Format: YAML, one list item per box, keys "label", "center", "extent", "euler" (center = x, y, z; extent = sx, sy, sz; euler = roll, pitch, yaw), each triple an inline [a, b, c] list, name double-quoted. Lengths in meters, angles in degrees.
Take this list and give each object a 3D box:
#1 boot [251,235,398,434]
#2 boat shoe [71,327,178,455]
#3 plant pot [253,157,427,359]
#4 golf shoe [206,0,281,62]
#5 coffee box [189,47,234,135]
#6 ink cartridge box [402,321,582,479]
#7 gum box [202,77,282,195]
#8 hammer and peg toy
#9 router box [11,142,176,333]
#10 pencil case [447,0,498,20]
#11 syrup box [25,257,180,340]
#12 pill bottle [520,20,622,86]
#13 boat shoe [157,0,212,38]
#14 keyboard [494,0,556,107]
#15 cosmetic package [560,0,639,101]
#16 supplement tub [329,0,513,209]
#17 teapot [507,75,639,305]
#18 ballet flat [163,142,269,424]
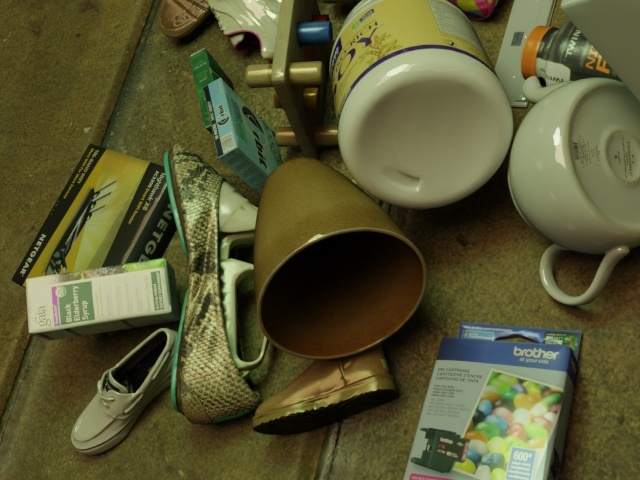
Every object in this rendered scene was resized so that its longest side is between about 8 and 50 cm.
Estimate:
- label: "boot"
  center: [-0.011, 0.144, 1.327]
  extent: [0.236, 0.089, 0.270]
  euler: [-18, 58, 7]
- label: "boat shoe"
  center: [-0.326, 0.249, 1.434]
  extent: [0.267, 0.088, 0.096]
  euler: [-40, 54, 4]
- label: "plant pot"
  center: [0.000, 0.000, 1.244]
  extent: [0.237, 0.237, 0.254]
  euler: [-33, 41, 10]
- label: "golf shoe"
  center: [-0.172, -0.454, 1.666]
  extent: [0.306, 0.115, 0.140]
  euler: [31, 95, 19]
- label: "coffee box"
  center: [-0.187, -0.255, 1.602]
  extent: [0.040, 0.113, 0.184]
  euler: [-25, 55, 12]
- label: "ink cartridge box"
  center: [0.227, 0.234, 1.131]
  extent: [0.185, 0.065, 0.311]
  euler: [1, 53, 31]
- label: "gum box"
  center: [-0.124, -0.165, 1.476]
  extent: [0.041, 0.184, 0.157]
  euler: [-26, 56, 15]
- label: "hammer and peg toy"
  center: [-0.026, -0.354, 1.471]
  extent: [0.127, 0.266, 0.362]
  euler: [0, 66, 13]
- label: "router box"
  center: [-0.405, -0.011, 1.612]
  extent: [0.242, 0.081, 0.309]
  euler: [18, 75, 33]
- label: "pencil case"
  center: [0.291, -0.491, 1.475]
  extent: [0.104, 0.104, 0.236]
  euler: [21, 77, 34]
- label: "syrup box"
  center: [-0.363, 0.100, 1.443]
  extent: [0.236, 0.096, 0.093]
  euler: [-8, 76, -1]
- label: "pill bottle"
  center: [0.422, -0.254, 1.264]
  extent: [0.245, 0.130, 0.131]
  euler: [20, 76, 35]
- label: "boat shoe"
  center: [-0.229, -0.533, 1.791]
  extent: [0.104, 0.089, 0.285]
  euler: [37, 89, 10]
- label: "keyboard"
  center: [0.336, -0.332, 1.424]
  extent: [0.072, 0.014, 0.256]
  euler: [6, 68, 36]
- label: "cosmetic package"
  center: [0.565, -0.345, 1.008]
  extent: [0.327, 0.329, 0.394]
  euler: [-8, 46, 59]
- label: "supplement tub"
  center: [0.137, -0.226, 1.286]
  extent: [0.241, 0.241, 0.331]
  euler: [-26, 32, 14]
- label: "teapot"
  center: [0.350, -0.085, 1.186]
  extent: [0.256, 0.252, 0.187]
  euler: [-49, 12, -29]
- label: "ballet flat"
  center: [-0.153, 0.055, 1.414]
  extent: [0.181, 0.164, 0.483]
  euler: [-9, 68, 8]
